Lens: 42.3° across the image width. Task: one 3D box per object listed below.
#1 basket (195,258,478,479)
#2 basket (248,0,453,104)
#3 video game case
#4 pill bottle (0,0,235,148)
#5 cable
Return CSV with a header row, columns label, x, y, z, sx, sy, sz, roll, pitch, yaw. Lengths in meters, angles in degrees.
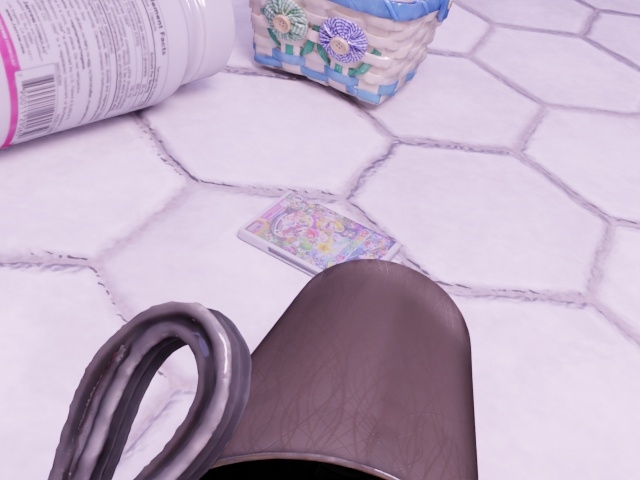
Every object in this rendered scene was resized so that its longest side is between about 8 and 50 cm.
label,x,y,z,sx,sy,sz,roll,pitch,yaw
basket,0.011,0.115,0.465,0.154,0.204,0.227,50,29,-10
basket,0.045,-0.317,0.937,0.254,0.289,0.201,22,32,18
video game case,0.000,0.000,0.739,0.122,0.011,0.087,27,39,18
pill bottle,-0.231,-0.196,0.806,0.160,0.160,0.283,36,42,28
cable,-0.136,0.146,0.336,0.072,0.287,0.139,28,25,-56
